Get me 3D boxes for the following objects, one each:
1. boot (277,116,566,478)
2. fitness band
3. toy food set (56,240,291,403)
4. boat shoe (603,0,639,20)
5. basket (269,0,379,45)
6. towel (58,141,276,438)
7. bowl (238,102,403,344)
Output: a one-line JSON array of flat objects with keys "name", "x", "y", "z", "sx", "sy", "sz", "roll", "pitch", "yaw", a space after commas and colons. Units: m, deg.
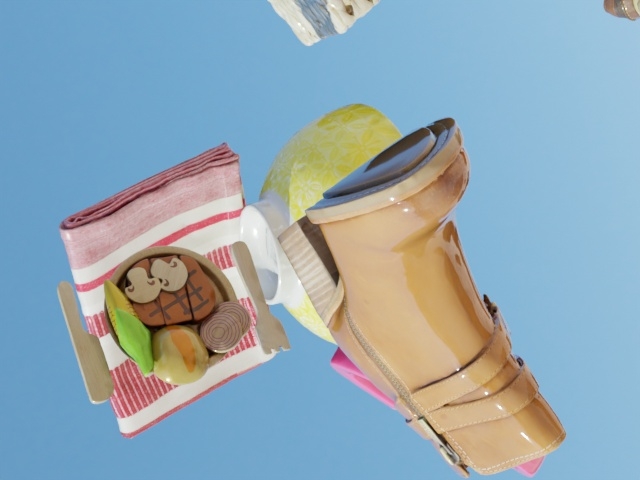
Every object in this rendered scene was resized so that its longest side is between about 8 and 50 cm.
[{"name": "boot", "x": 0.078, "y": 0.052, "z": 1.009, "sx": 0.109, "sy": 0.283, "sz": 0.220, "roll": -35, "pitch": -92, "yaw": -24}, {"name": "fitness band", "x": 0.125, "y": 0.170, "z": 1.638, "sx": 0.054, "sy": 0.209, "sz": 0.291, "roll": -60, "pitch": -35, "yaw": -5}, {"name": "toy food set", "x": -0.126, "y": 0.062, "z": 1.386, "sx": 0.192, "sy": 0.038, "sz": 0.132, "roll": -15, "pitch": -107, "yaw": -25}, {"name": "boat shoe", "x": 0.317, "y": -0.290, "z": 1.515, "sx": 0.064, "sy": 0.060, "sz": 0.178, "roll": 41, "pitch": -118, "yaw": -42}, {"name": "basket", "x": 0.007, "y": -0.461, "z": 2.113, "sx": 0.331, "sy": 0.266, "sz": 0.328, "roll": 48, "pitch": 174, "yaw": -9}, {"name": "towel", "x": -0.175, "y": 0.067, "z": 1.910, "sx": 0.237, "sy": 0.037, "sz": 0.329, "roll": -28, "pitch": -51, "yaw": -24}, {"name": "bowl", "x": 0.000, "y": 0.000, "z": 1.775, "sx": 0.156, "sy": 0.289, "sz": 0.290, "roll": -14, "pitch": -92, "yaw": -22}]
